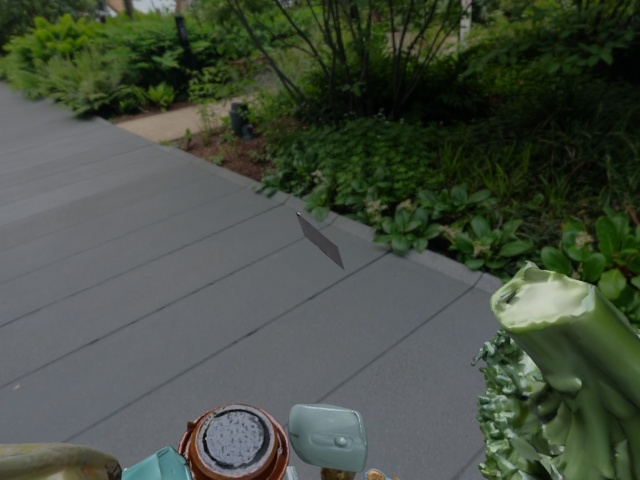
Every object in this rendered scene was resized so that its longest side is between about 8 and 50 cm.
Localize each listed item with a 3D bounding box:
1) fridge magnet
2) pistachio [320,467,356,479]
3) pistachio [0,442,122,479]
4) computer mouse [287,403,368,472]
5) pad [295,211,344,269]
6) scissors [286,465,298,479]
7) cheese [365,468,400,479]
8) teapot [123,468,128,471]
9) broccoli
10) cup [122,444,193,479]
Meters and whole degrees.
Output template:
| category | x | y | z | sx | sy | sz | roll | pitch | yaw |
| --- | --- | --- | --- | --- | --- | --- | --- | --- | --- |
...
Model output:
| category | x | y | z | sx | sy | sz | roll | pitch | yaw |
| --- | --- | --- | --- | --- | --- | --- | --- | --- | --- |
| fridge magnet | -0.280 | 0.681 | 1.489 | 0.364 | 0.155 | 0.363 | 6 | 33 | -4 |
| pistachio | 0.057 | 0.829 | 1.642 | 0.131 | 0.210 | 0.165 | 5 | 48 | -14 |
| pistachio | -0.383 | 0.334 | 0.431 | 0.445 | 0.365 | 0.281 | -38 | 65 | 21 |
| computer mouse | 0.005 | 0.422 | 0.993 | 0.079 | 0.127 | 0.231 | 1 | -11 | -43 |
| pad | 0.000 | 0.000 | 1.277 | 0.006 | 0.113 | 0.188 | -37 | 52 | -16 |
| scissors | -0.049 | 0.647 | 1.101 | 0.027 | 0.101 | 0.204 | 3 | 45 | -27 |
| cheese | 0.188 | 0.724 | 1.387 | 0.111 | 0.047 | 0.017 | 17 | -13 | 1 |
| teapot | -0.674 | 0.915 | 1.568 | 0.159 | 0.116 | 0.245 | -1 | 60 | 0 |
| broccoli | 0.264 | 0.184 | 0.401 | 0.302 | 0.249 | 0.375 | 21 | 4 | -16 |
| cup | -0.384 | 0.539 | 0.941 | 0.236 | 0.148 | 0.134 | -35 | 53 | 2 |
